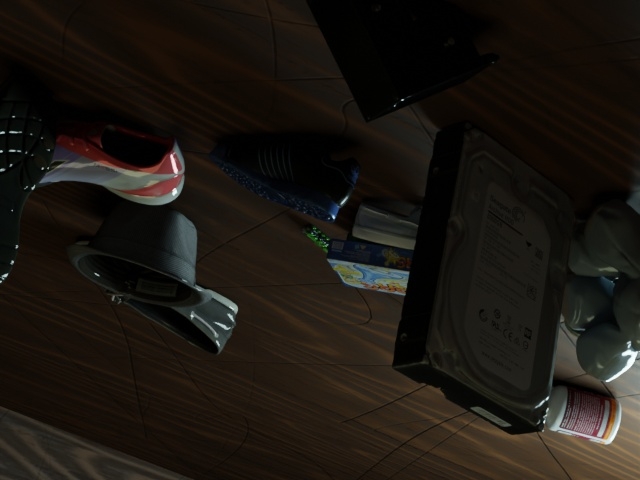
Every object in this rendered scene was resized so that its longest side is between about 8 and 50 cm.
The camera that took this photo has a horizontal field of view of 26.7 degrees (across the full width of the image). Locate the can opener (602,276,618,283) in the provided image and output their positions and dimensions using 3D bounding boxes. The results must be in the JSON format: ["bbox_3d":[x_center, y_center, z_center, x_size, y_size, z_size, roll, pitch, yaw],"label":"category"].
[{"bbox_3d":[0.396,0.064,2.013,0.059,0.073,0.186,-21,167,-18],"label":"can opener"}]

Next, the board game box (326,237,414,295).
[{"bbox_3d":[0.120,0.048,2.005,0.201,0.035,0.136,9,163,16],"label":"board game box"}]

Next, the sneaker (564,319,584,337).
[{"bbox_3d":[0.478,0.099,2.019,0.222,0.083,0.118,3,145,13],"label":"sneaker"}]

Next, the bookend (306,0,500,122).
[{"bbox_3d":[0.090,-0.232,1.478,0.157,0.156,0.072,-24,177,-34],"label":"bookend"}]

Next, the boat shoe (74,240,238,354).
[{"bbox_3d":[-0.293,0.102,2.384,0.335,0.095,0.112,27,152,-27],"label":"boat shoe"}]

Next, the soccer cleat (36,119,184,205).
[{"bbox_3d":[-0.349,-0.133,1.916,0.318,0.109,0.116,11,148,-1],"label":"soccer cleat"}]

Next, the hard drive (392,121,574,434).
[{"bbox_3d":[0.217,0.049,1.715,0.237,0.339,0.064,32,147,-34],"label":"hard drive"}]

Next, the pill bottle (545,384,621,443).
[{"bbox_3d":[0.462,0.313,2.454,0.152,0.086,0.086,15,155,-3],"label":"pill bottle"}]

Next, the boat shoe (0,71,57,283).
[{"bbox_3d":[-0.457,-0.080,1.806,0.120,0.324,0.122,-7,145,33],"label":"boat shoe"}]

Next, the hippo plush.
[{"bbox_3d":[0.485,0.054,1.819,0.236,0.234,0.294,-6,168,-22],"label":"hippo plush"}]

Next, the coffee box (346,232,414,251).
[{"bbox_3d":[0.139,0.031,2.075,0.184,0.040,0.113,28,153,-27],"label":"coffee box"}]

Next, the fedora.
[{"bbox_3d":[-0.276,0.012,2.148,0.243,0.124,0.275,19,163,-6],"label":"fedora"}]

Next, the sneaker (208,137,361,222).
[{"bbox_3d":[-0.048,-0.102,1.857,0.232,0.090,0.081,25,165,31],"label":"sneaker"}]

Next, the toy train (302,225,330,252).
[{"bbox_3d":[0.000,0.000,2.111,0.023,0.017,0.083,6,157,41],"label":"toy train"}]

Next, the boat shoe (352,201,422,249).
[{"bbox_3d":[0.138,-0.019,1.944,0.184,0.063,0.066,11,-177,24],"label":"boat shoe"}]
